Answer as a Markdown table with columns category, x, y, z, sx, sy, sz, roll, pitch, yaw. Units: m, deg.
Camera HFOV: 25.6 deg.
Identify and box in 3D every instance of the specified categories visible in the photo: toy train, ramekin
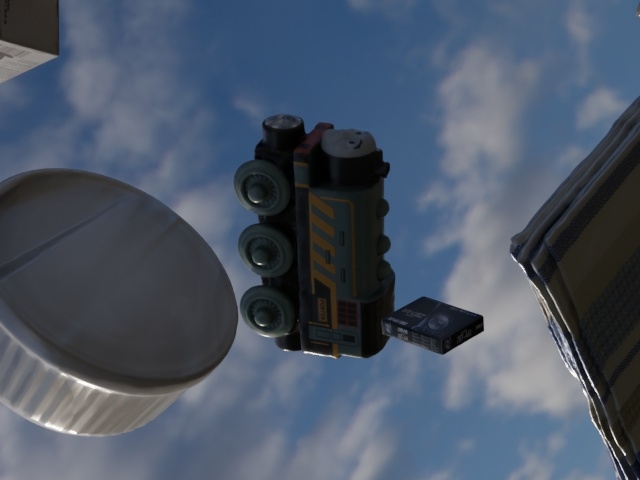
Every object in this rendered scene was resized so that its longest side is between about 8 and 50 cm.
| category | x | y | z | sx | sy | sz | roll | pitch | yaw |
| --- | --- | --- | --- | --- | --- | --- | --- | --- | --- |
| toy train | 0.000 | 0.000 | 1.784 | 0.142 | 0.190 | 0.334 | -53 | -33 | -57 |
| ramekin | -0.226 | 0.066 | 1.358 | 0.273 | 0.273 | 0.127 | -30 | -20 | -53 |

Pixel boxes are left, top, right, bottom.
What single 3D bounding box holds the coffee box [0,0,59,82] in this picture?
| category | x | y | z | sx | sy | sz | roll | pitch | yaw |
| --- | --- | --- | --- | --- | --- | --- | --- | --- | --- |
| coffee box | -0.466 | -0.294 | 1.923 | 0.098 | 0.246 | 0.141 | 10 | -107 | -44 |

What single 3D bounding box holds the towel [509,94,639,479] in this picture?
| category | x | y | z | sx | sy | sz | roll | pitch | yaw |
| --- | --- | --- | --- | --- | --- | --- | --- | --- | --- |
| towel | 0.254 | 0.043 | 1.081 | 0.209 | 0.034 | 0.285 | -47 | -54 | -24 |

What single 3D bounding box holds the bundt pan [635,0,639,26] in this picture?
| category | x | y | z | sx | sy | sz | roll | pitch | yaw |
| --- | --- | --- | --- | --- | --- | --- | --- | --- | --- |
| bundt pan | 0.383 | -0.292 | 1.116 | 0.331 | 0.124 | 0.331 | -53 | -17 | -24 |

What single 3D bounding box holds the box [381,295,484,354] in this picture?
| category | x | y | z | sx | sy | sz | roll | pitch | yaw |
| --- | --- | --- | --- | --- | --- | --- | --- | --- | --- |
| box | 0.115 | 0.086 | 1.438 | 0.067 | 0.083 | 0.018 | -25 | -61 | -38 |
